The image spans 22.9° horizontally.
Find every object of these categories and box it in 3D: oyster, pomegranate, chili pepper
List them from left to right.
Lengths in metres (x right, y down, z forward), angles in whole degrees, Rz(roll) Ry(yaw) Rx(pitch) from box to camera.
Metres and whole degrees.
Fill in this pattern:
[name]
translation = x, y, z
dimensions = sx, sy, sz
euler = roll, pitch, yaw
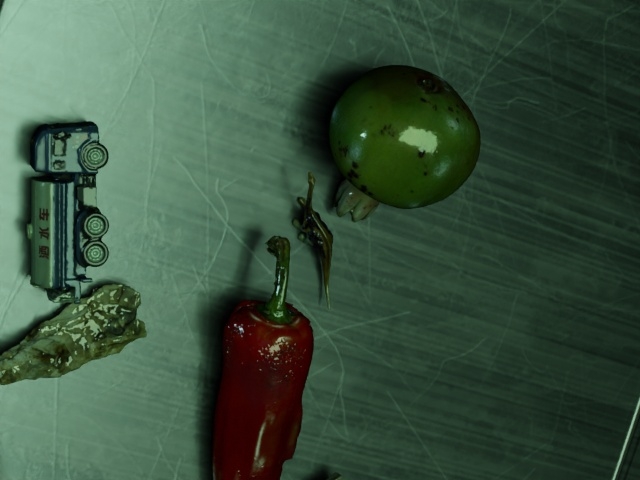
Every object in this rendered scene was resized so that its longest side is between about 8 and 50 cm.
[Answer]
[oyster]
translation = -0.283, 0.121, 1.788
dimensions = 0.200, 0.061, 0.106
euler = -40, 113, -13
[chili pepper]
translation = -0.074, 0.187, 1.866
dimensions = 0.110, 0.110, 0.387
euler = 2, 110, -24
[pomegranate]
translation = 0.085, -0.102, 1.862
dimensions = 0.180, 0.180, 0.210
euler = 18, 121, -25

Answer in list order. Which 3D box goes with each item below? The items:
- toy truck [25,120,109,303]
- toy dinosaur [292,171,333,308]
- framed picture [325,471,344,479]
[toy truck]
translation = -0.284, -0.032, 1.759
dimensions = 0.088, 0.074, 0.202
euler = -1, 101, -15
[toy dinosaur]
translation = -0.007, -0.007, 1.898
dimensions = 0.037, 0.058, 0.180
euler = -25, 122, -10
[framed picture]
translation = -0.002, 0.452, 1.984
dimensions = 0.209, 0.019, 0.281
euler = -36, 117, -15
